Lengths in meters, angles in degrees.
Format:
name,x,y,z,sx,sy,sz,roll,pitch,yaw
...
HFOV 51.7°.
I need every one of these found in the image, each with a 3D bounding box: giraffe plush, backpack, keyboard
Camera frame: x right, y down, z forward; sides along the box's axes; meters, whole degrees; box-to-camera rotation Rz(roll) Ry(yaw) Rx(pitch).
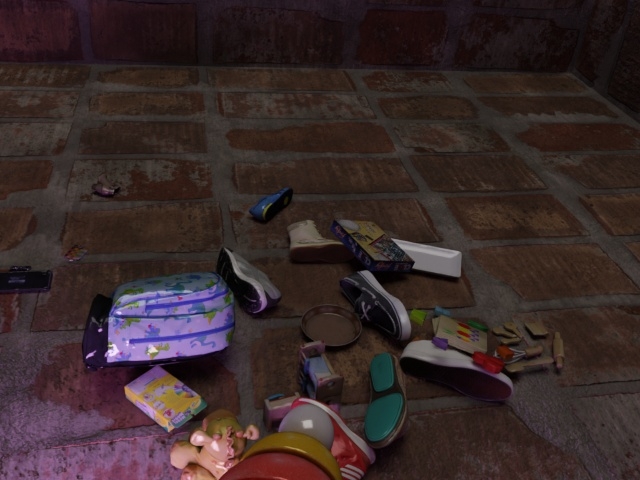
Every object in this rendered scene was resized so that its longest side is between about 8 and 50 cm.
name,x,y,z,sx,sy,sz,roll,pitch,yaw
giraffe plush,-0.211,0.431,1.376,0.181,0.171,0.210,-25,45,-37
backpack,-0.386,0.196,1.637,0.355,0.273,0.290,12,-2,-15
keyboard,-0.860,0.111,1.878,0.180,0.023,0.108,-2,41,-13

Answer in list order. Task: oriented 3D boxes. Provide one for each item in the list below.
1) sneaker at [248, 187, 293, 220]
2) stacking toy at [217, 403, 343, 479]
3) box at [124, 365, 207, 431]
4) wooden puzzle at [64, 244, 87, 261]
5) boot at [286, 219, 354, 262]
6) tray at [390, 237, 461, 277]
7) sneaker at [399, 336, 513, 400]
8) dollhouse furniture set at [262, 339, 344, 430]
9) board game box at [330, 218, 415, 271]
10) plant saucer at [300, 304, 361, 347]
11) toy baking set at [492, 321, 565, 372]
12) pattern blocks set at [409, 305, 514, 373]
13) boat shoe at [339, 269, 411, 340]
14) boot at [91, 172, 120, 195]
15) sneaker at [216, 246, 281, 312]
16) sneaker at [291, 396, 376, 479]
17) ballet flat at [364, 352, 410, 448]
name,x,y,z,sx,sy,sz,roll,pitch,yaw
sneaker,-0.171,-0.139,2.309,0.082,0.069,0.209,18,36,23
stacking toy,-0.063,0.468,1.213,0.350,0.351,0.480,11,30,8
box,-0.361,0.374,1.552,0.179,0.043,0.105,26,39,30
wooden puzzle,-0.745,0.040,2.011,0.049,0.006,0.083,12,34,8
boot,0.000,0.000,2.130,0.213,0.077,0.165,0,32,-9
tray,0.317,0.061,2.128,0.270,0.030,0.145,11,35,7
sneaker,0.358,0.312,1.697,0.290,0.106,0.123,17,38,18
dollhouse furniture set,-0.057,0.341,1.570,0.183,0.129,0.129,-9,37,-21
board game box,0.161,0.015,2.067,0.165,0.042,0.243,3,30,-35
plant saucer,0.029,0.241,1.820,0.168,0.029,0.168,4,34,-2
toy baking set,0.574,0.301,1.821,0.196,0.030,0.256,6,28,10
pattern blocks set,0.370,0.253,1.748,0.285,0.026,0.325,24,14,17
boat shoe,0.145,0.184,1.854,0.102,0.108,0.301,-10,35,-22
boot,-0.748,-0.195,2.331,0.087,0.042,0.118,14,36,1
sneaker,-0.216,0.113,1.924,0.108,0.100,0.271,-6,37,-41
sneaker,0.006,0.446,1.436,0.221,0.087,0.128,33,43,12
ballet flat,0.169,0.391,1.549,0.107,0.106,0.316,-23,23,20
